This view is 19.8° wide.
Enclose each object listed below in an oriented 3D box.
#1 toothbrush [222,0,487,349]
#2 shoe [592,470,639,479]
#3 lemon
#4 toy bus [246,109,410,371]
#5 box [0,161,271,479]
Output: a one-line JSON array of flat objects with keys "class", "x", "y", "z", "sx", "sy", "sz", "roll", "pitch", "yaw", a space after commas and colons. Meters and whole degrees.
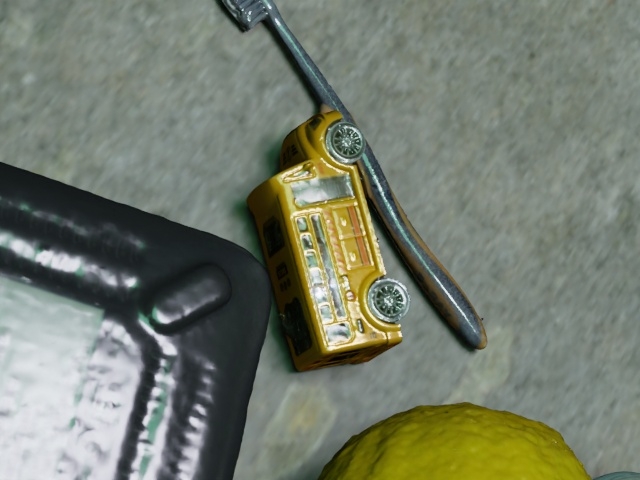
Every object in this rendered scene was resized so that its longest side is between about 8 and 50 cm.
[{"class": "toothbrush", "x": 0.022, "y": -0.060, "z": 1.250, "sx": 0.031, "sy": 0.023, "sz": 0.321, "roll": -34, "pitch": 87, "yaw": -21}, {"class": "shoe", "x": 0.186, "y": 0.260, "z": 1.165, "sx": 0.103, "sy": 0.100, "sz": 0.251, "roll": 28, "pitch": 68, "yaw": -15}, {"class": "lemon", "x": 0.078, "y": 0.200, "z": 1.087, "sx": 0.192, "sy": 0.192, "sz": 0.231, "roll": 23, "pitch": 56, "yaw": -14}, {"class": "toy bus", "x": 0.000, "y": 0.000, "z": 1.193, "sx": 0.074, "sy": 0.069, "sz": 0.162, "roll": -10, "pitch": 78, "yaw": -23}, {"class": "box", "x": -0.183, "y": 0.101, "z": 1.078, "sx": 0.289, "sy": 0.073, "sz": 0.290, "roll": 20, "pitch": 66, "yaw": -15}]
